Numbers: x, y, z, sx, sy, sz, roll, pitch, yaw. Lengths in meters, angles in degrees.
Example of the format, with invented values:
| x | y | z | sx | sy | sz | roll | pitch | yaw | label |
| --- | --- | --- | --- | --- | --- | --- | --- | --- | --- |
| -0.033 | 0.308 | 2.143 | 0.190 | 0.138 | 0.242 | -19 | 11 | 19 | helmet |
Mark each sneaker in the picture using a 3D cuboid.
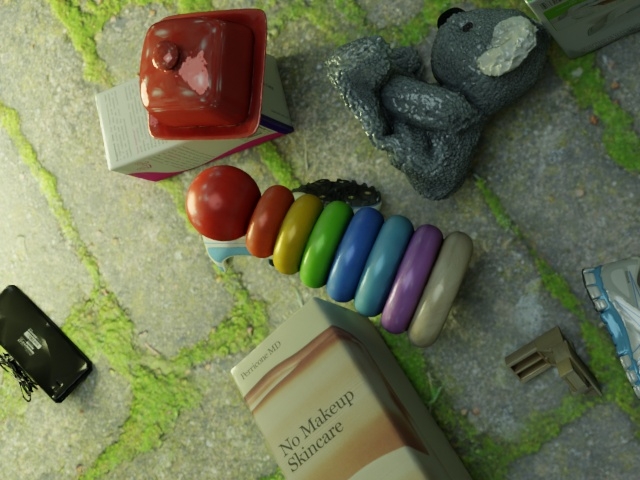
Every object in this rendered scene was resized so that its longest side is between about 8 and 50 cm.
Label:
| x | y | z | sx | sy | sz | roll | pitch | yaw | label |
| --- | --- | --- | --- | --- | --- | --- | --- | --- | --- |
| 0.354 | 0.102 | 1.147 | 0.083 | 0.071 | 0.190 | -25 | 76 | 14 | sneaker |
| -0.033 | -0.018 | 1.333 | 0.237 | 0.085 | 0.086 | -13 | 112 | 17 | sneaker |

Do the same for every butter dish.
| x | y | z | sx | sy | sz | roll | pitch | yaw | label |
| --- | --- | --- | --- | --- | --- | --- | --- | --- | --- |
| -0.155 | -0.204 | 1.252 | 0.160 | 0.118 | 0.159 | 2 | 86 | 25 | butter dish |

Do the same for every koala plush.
| x | y | z | sx | sy | sz | roll | pitch | yaw | label |
| --- | --- | --- | --- | --- | --- | --- | --- | --- | --- |
| 0.161 | -0.178 | 1.204 | 0.221 | 0.196 | 0.203 | -34 | 84 | 17 | koala plush |

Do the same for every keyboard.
| x | y | z | sx | sy | sz | roll | pitch | yaw | label |
| --- | --- | --- | --- | --- | --- | --- | --- | --- | --- |
| -0.411 | 0.155 | 1.512 | 0.100 | 0.038 | 0.192 | -45 | 67 | -11 | keyboard |

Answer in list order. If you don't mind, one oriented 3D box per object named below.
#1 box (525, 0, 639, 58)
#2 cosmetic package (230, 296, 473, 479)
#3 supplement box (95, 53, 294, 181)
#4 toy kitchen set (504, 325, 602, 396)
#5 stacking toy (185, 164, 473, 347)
| x | y | z | sx | sy | sz | roll | pitch | yaw | label |
| --- | --- | --- | --- | --- | --- | --- | --- | --- | --- |
| 0.336 | -0.318 | 1.102 | 0.262 | 0.231 | 0.126 | -25 | 76 | 21 | box |
| 0.041 | 0.227 | 1.202 | 0.153 | 0.129 | 0.296 | -44 | 55 | 14 | cosmetic package |
| -0.164 | -0.164 | 1.379 | 0.220 | 0.111 | 0.113 | -19 | 77 | 21 | supplement box |
| 0.260 | 0.157 | 1.186 | 0.075 | 0.083 | 0.068 | -35 | 114 | 18 | toy kitchen set |
| 0.000 | 0.000 | 1.222 | 0.330 | 0.141 | 0.141 | 22 | 95 | 5 | stacking toy |
